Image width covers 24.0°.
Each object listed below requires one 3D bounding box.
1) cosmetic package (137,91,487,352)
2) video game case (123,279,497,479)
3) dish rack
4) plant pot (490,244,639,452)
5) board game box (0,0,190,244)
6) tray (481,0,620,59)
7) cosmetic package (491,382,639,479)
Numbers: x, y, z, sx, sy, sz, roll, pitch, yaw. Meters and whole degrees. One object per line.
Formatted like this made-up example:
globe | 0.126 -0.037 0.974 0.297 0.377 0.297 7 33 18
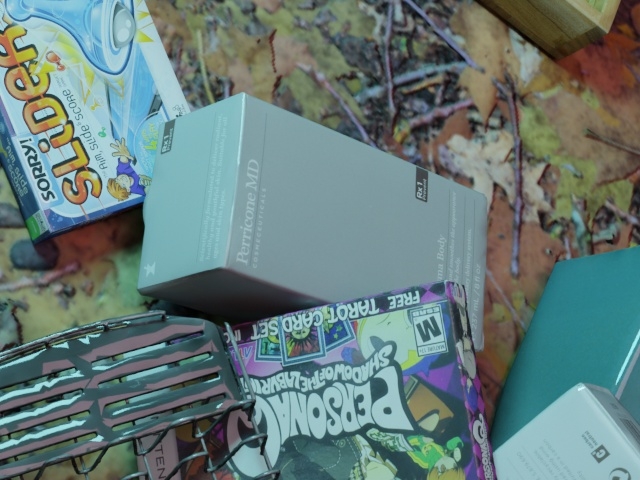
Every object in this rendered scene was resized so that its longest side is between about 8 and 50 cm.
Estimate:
cosmetic package | 0.000 0.000 1.032 0.238 0.107 0.127 19 67 -41
video game case | -0.005 0.149 0.944 0.042 0.232 0.210 18 61 -67
dish rack | -0.100 0.170 0.867 0.208 0.074 0.271 -15 72 -20
plant pot | 0.229 0.149 1.118 0.166 0.165 0.234 36 69 -17
board game box | -0.170 -0.112 1.027 0.136 0.035 0.201 -22 88 -34
tray | 0.213 -0.379 1.319 0.203 0.076 0.411 34 61 -18
cosmetic package | 0.115 0.196 0.974 0.085 0.231 0.117 54 11 20
